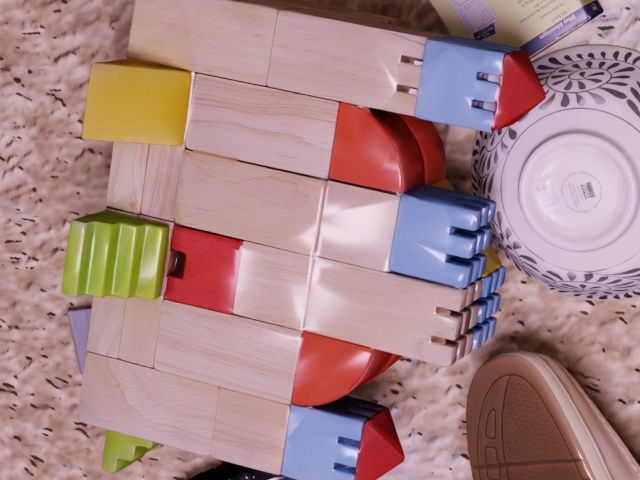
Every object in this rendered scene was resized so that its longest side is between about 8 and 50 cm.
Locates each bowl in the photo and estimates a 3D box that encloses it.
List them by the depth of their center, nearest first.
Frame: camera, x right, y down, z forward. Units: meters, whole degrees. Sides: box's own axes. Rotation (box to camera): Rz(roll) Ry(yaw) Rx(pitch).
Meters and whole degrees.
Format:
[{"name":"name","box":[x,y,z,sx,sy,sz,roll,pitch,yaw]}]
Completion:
[{"name":"bowl","box":[0.170,-0.037,1.242,0.170,0.080,0.170,3,101,16]}]

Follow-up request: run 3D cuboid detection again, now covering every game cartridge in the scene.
[{"name":"game cartridge","box":[-0.138,0.071,1.393,0.083,0.017,0.056,-9,102,19]}]

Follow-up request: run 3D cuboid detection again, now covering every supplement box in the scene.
[{"name":"supplement box","box":[0.121,-0.157,1.246,0.083,0.056,0.083,-32,90,20]}]

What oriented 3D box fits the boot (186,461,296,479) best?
[{"name":"boot","box":[0.029,0.229,1.329,0.246,0.094,0.207,-16,99,26]}]

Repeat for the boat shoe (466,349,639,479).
[{"name":"boat shoe","box":[0.196,0.199,1.274,0.109,0.098,0.302,-25,94,50]}]

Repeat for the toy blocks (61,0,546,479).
[{"name":"toy blocks","box":[0.000,0.000,1.234,0.261,0.191,0.381,13,103,18]}]
